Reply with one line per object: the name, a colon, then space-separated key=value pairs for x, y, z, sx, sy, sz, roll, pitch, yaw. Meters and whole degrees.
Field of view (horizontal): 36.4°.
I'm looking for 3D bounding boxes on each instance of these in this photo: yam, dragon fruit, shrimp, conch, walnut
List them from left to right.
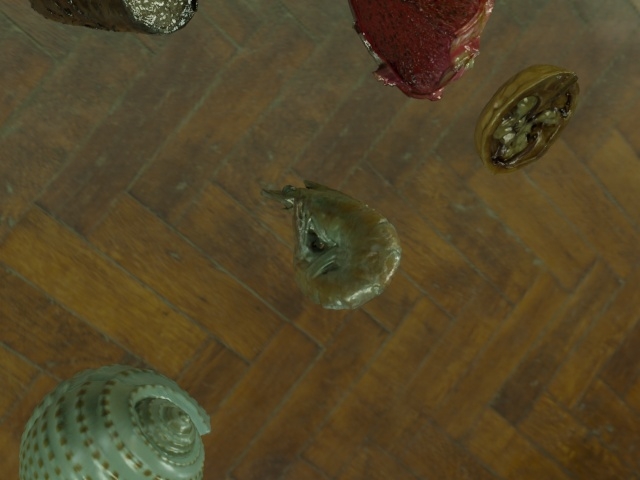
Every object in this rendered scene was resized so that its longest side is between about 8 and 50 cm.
conch: x=-0.318 y=0.294 z=1.397 sx=0.319 sy=0.303 sz=0.215 roll=-14 pitch=119 yaw=11
yam: x=-0.270 y=-0.329 z=1.241 sx=0.131 sy=0.279 sz=0.131 roll=-13 pitch=111 yaw=-38
shrimp: x=0.000 y=0.000 z=1.504 sx=0.168 sy=0.317 sz=0.077 roll=-52 pitch=135 yaw=-6
dragon fruit: x=0.140 y=-0.292 z=1.334 sx=0.126 sy=0.274 sz=0.161 roll=-24 pitch=138 yaw=-24
walnut: x=0.188 y=-0.122 z=0.924 sx=0.091 sy=0.052 sz=0.121 roll=20 pitch=116 yaw=-45
